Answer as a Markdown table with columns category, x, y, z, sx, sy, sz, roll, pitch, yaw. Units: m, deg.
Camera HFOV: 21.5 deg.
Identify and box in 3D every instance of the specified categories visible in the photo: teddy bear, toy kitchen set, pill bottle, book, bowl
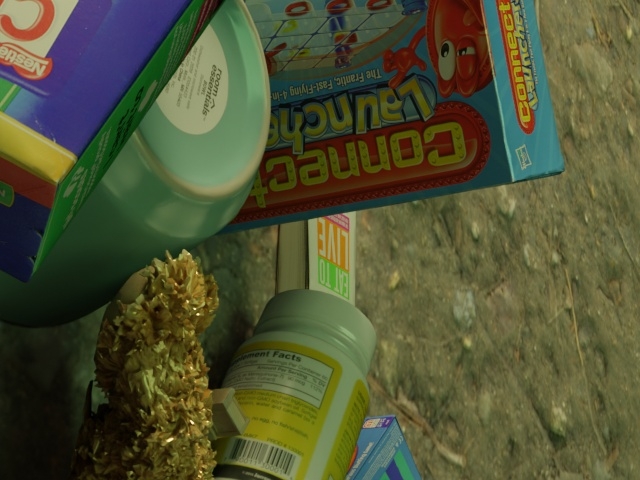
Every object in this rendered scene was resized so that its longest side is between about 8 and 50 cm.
| category | x | y | z | sx | sy | sz | roll | pitch | yaw |
| --- | --- | --- | --- | --- | --- | --- | --- | --- | --- |
| teddy bear | -0.115 | 0.169 | 1.115 | 0.245 | 0.113 | 0.338 | 111 | -11 | -71 |
| toy kitchen set | -0.094 | 0.103 | 1.276 | 0.068 | 0.083 | 0.075 | 62 | 37 | -27 |
| pill bottle | -0.029 | 0.148 | 1.334 | 0.119 | 0.119 | 0.208 | 54 | 41 | -35 |
| book | 0.000 | 0.000 | 1.499 | 0.096 | 0.035 | 0.144 | 27 | 59 | -56 |
| bowl | -0.150 | -0.102 | 1.171 | 0.311 | 0.163 | 0.311 | 18 | 68 | -53 |

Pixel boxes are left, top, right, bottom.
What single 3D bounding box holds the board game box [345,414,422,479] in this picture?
| category | x | y | z | sx | sy | sz | roll | pitch | yaw |
| --- | --- | --- | --- | --- | --- | --- | --- | --- | --- |
| board game box | 0.055 | 0.286 | 1.492 | 0.160 | 0.047 | 0.210 | -49 | 122 | -51 |

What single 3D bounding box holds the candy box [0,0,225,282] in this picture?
| category | x | y | z | sx | sy | sz | roll | pitch | yaw |
| --- | --- | --- | --- | --- | --- | --- | --- | --- | --- |
| candy box | -0.200 | -0.172 | 0.985 | 0.268 | 0.122 | 0.317 | 28 | 57 | 2 |

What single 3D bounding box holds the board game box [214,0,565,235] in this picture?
| category | x | y | z | sx | sy | sz | roll | pitch | yaw |
| --- | --- | --- | --- | --- | --- | --- | --- | --- | --- |
| board game box | 0.009 | -0.171 | 1.297 | 0.086 | 0.308 | 0.302 | -12 | 91 | -56 |
